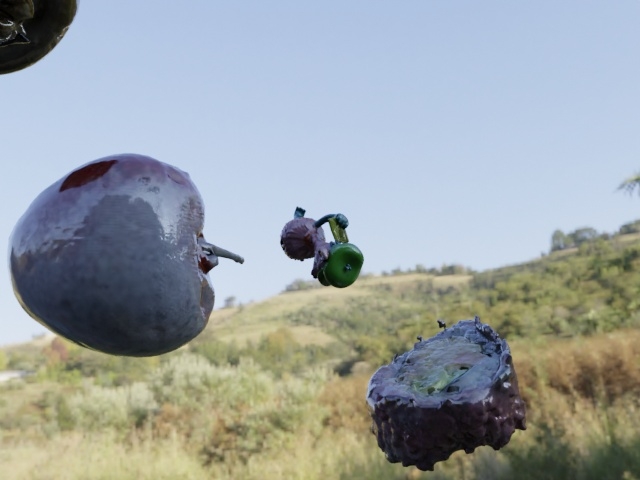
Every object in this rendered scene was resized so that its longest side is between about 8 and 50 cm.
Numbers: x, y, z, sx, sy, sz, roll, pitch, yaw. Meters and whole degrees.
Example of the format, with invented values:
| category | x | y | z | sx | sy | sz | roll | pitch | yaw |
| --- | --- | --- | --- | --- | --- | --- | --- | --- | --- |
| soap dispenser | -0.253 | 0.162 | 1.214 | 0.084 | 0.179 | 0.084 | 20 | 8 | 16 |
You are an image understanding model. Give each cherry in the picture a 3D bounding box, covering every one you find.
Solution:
| category | x | y | z | sx | sy | sz | roll | pitch | yaw |
| --- | --- | --- | --- | --- | --- | --- | --- | --- | --- |
| cherry | -0.317 | 0.038 | 1.301 | 0.335 | 0.326 | 0.291 | -32 | -2 | 1 |

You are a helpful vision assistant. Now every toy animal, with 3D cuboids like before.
| category | x | y | z | sx | sy | sz | roll | pitch | yaw |
| --- | --- | --- | --- | --- | --- | --- | --- | --- | --- |
| toy animal | 0.000 | 0.000 | 1.256 | 0.100 | 0.103 | 0.208 | 32 | 1 | -21 |

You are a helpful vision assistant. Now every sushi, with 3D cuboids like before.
| category | x | y | z | sx | sy | sz | roll | pitch | yaw |
| --- | --- | --- | --- | --- | --- | --- | --- | --- | --- |
| sushi | 0.128 | 0.166 | 0.904 | 0.161 | 0.107 | 0.241 | -15 | 12 | 1 |

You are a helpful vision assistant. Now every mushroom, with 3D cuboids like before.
| category | x | y | z | sx | sy | sz | roll | pitch | yaw |
| --- | --- | --- | --- | --- | --- | --- | --- | --- | --- |
| mushroom | -0.587 | -0.444 | 1.422 | 0.362 | 0.294 | 0.362 | -20 | -43 | -20 |
